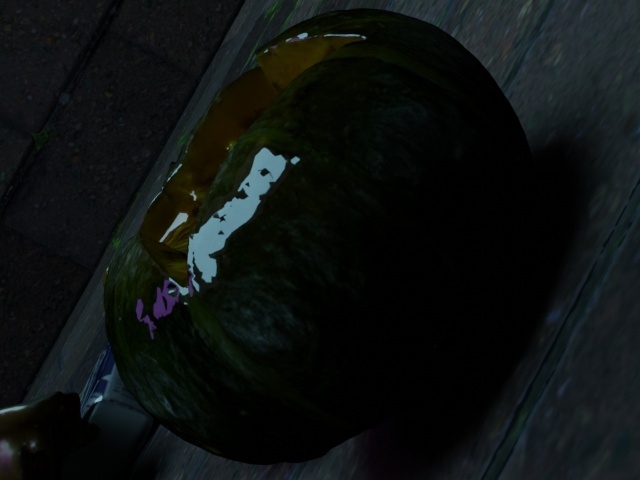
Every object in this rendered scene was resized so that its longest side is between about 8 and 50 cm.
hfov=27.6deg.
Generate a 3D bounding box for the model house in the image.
[{"bbox_3d":[-0.274,0.264,1.166,0.219,0.199,0.229,13,-116,-72],"label":"model house"}]

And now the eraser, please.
[{"bbox_3d":[-0.206,0.151,1.355,0.124,0.068,0.210,-58,12,28],"label":"eraser"}]

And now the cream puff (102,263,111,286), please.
[{"bbox_3d":[-0.149,0.048,1.271,0.094,0.122,0.116,131,133,-59],"label":"cream puff"}]

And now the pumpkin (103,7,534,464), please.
[{"bbox_3d":[0.002,0.001,0.635,0.238,0.159,0.238,-43,23,23],"label":"pumpkin"}]
